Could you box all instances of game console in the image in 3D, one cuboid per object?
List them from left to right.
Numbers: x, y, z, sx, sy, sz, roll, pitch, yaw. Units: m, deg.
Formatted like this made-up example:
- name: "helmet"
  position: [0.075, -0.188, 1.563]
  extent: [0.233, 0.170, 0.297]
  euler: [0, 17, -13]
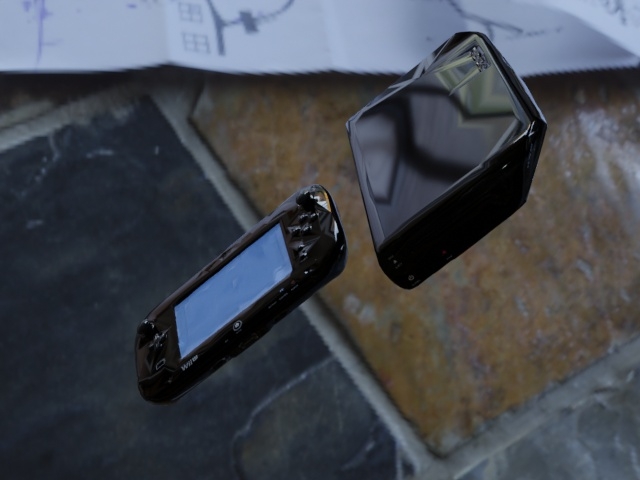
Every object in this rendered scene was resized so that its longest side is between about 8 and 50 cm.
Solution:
- name: "game console"
  position: [0.000, 0.000, 0.833]
  extent: [0.044, 0.361, 0.213]
  euler: [44, 17, -24]
